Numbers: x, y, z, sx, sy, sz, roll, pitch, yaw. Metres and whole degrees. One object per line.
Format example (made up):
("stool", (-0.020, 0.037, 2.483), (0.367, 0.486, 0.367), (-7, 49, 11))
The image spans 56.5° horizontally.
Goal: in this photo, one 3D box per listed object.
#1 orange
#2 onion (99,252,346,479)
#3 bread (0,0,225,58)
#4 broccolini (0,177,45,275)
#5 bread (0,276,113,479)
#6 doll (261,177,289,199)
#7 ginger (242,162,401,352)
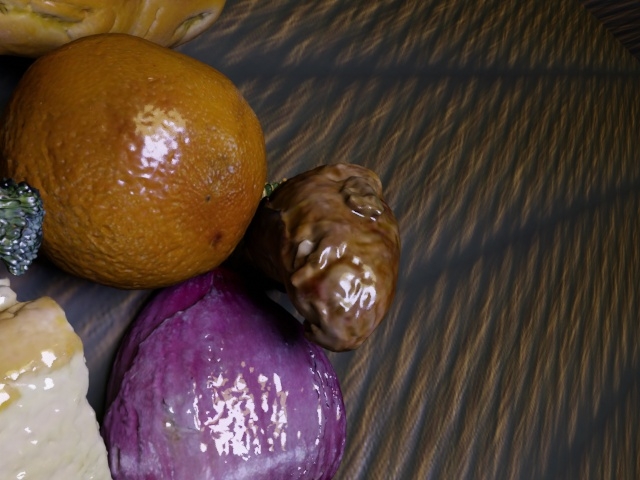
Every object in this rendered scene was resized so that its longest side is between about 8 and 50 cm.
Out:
("orange", (-0.181, -0.079, 0.589), (0.264, 0.264, 0.264), (20, 56, -33))
("onion", (-0.085, 0.128, 0.632), (0.267, 0.159, 0.348), (7, 64, -43))
("bread", (-0.298, -0.326, 0.669), (0.328, 0.148, 0.337), (-18, 63, -49))
("broccolini", (-0.387, -0.058, 0.388), (0.392, 0.074, 0.078), (19, 76, -21))
("bread", (-0.317, 0.195, 0.353), (0.375, 0.165, 0.236), (-28, 128, -43))
("doll", (-0.085, -0.043, 0.807), (0.113, 0.076, 0.078), (-8, 42, -15))
("ginger", (0.000, 0.000, 0.643), (0.165, 0.321, 0.172), (6, 96, -7))
